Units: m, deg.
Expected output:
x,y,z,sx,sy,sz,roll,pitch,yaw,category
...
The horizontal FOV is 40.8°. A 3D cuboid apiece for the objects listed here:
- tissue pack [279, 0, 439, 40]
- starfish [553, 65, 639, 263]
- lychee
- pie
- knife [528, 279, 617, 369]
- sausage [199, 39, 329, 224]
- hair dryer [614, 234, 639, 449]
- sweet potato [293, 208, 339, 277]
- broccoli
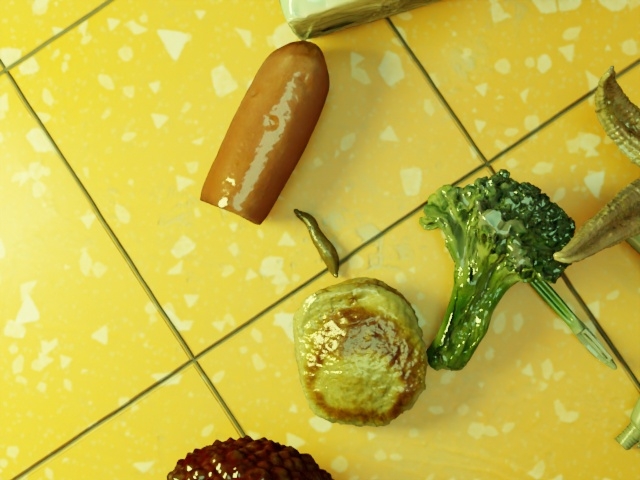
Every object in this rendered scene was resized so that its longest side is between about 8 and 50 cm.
x,y,z,sx,sy,sz,roll,pitch,yaw,category
0.038,-0.477,1.137,0.266,0.194,0.357,-16,92,4,tissue pack
0.502,-0.074,1.120,0.398,0.132,0.384,29,57,-4,starfish
-0.079,0.387,1.082,0.264,0.264,0.300,-39,111,-1,lychee
0.053,0.153,1.173,0.178,0.084,0.205,-6,90,1,pie
0.347,0.108,1.199,0.022,0.026,0.184,-40,84,-7,knife
-0.068,-0.151,1.177,0.113,0.113,0.259,27,89,2,sausage
0.476,0.096,1.171,0.298,0.119,0.296,-29,81,12,hair dryer
0.000,0.000,1.212,0.026,0.026,0.115,-30,84,0,sweet potato
0.197,0.029,1.155,0.198,0.177,0.275,44,106,5,broccoli
